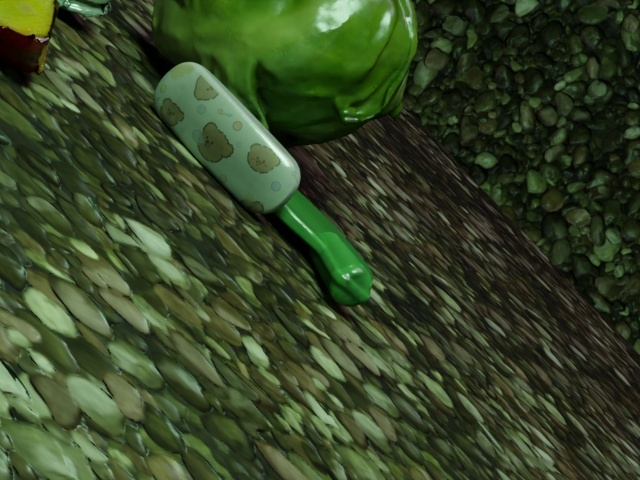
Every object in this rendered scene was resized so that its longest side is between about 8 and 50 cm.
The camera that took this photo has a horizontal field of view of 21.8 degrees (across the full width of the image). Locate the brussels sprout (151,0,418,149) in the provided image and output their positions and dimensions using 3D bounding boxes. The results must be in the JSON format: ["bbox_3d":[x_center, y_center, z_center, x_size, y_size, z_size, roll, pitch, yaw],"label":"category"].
[{"bbox_3d":[-0.028,-0.201,1.678,0.294,0.227,0.259,13,2,22],"label":"brussels sprout"}]

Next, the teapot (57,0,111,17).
[{"bbox_3d":[-0.213,-0.311,1.514,0.107,0.200,0.077,18,17,-11],"label":"teapot"}]

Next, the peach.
[{"bbox_3d":[-0.226,-0.158,1.260,0.083,0.050,0.077,40,31,29],"label":"peach"}]

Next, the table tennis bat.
[{"bbox_3d":[0.000,0.000,1.550,0.160,0.039,0.257,40,6,-23],"label":"table tennis bat"}]

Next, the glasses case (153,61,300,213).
[{"bbox_3d":[-0.085,-0.093,1.502,0.164,0.063,0.041,47,12,13],"label":"glasses case"}]
